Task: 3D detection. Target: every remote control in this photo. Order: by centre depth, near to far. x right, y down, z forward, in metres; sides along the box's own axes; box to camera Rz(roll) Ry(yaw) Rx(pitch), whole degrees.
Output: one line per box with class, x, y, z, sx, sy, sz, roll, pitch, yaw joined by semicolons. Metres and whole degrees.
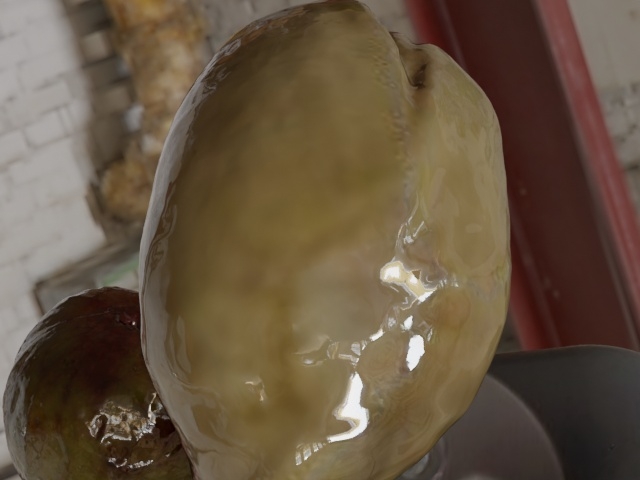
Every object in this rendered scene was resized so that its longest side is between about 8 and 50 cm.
remote control;0.129;0.189;1.086;0.332;0.221;0.103;-8;172;16

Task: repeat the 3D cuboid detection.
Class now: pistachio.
pistachio;0.000;0.000;0.697;0.181;0.162;0.293;-57;-161;36

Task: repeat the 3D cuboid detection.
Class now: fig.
fig;-0.198;0.209;1.380;0.217;0.321;0.217;20;-162;-7
